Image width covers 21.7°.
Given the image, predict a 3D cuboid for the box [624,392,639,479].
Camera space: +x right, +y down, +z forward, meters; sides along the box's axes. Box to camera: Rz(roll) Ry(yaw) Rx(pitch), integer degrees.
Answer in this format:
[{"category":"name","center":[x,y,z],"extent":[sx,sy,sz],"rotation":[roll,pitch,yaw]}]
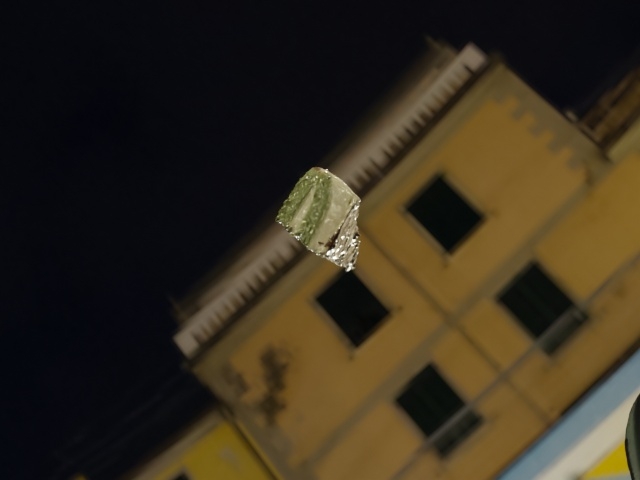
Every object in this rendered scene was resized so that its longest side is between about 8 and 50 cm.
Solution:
[{"category":"box","center":[0.235,0.139,0.671],"extent":[0.201,0.212,0.042],"rotation":[-6,-20,-14]}]

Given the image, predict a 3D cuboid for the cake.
[{"category":"cake","center":[0.000,0.000,1.236],"extent":[0.055,0.051,0.140],"rotation":[-54,-14,-17]}]
